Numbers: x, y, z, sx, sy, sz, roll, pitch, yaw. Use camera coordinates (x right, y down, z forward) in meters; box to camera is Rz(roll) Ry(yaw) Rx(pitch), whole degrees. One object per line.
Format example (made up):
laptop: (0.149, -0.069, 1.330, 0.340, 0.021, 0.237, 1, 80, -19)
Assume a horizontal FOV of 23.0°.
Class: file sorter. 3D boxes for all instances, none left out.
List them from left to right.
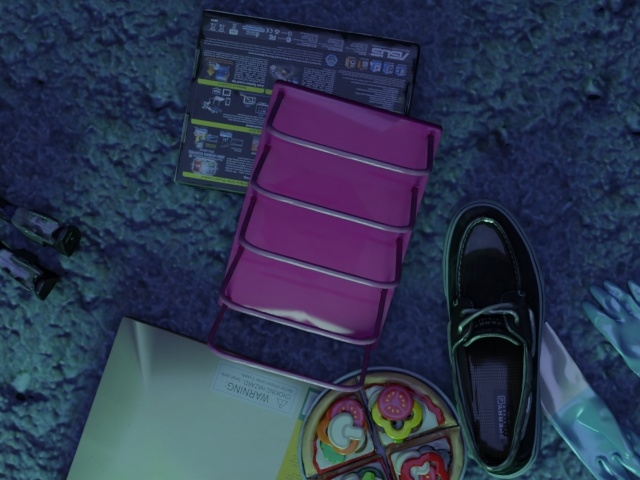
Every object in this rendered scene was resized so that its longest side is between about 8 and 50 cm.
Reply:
file sorter: (0.000, 0.000, 1.794, 0.202, 0.182, 0.291, 16, 111, 0)

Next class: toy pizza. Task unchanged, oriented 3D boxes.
toy pizza: (0.073, 0.249, 1.855, 0.201, 0.032, 0.201, 0, 88, 2)

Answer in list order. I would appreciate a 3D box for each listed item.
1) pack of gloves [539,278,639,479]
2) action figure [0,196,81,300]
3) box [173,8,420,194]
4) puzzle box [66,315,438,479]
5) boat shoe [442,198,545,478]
pack of gloves: (0.362, 0.173, 1.889, 0.195, 0.046, 0.232, -41, 87, 2)
action figure: (-0.432, -0.043, 1.909, 0.285, 0.099, 0.185, 29, 95, 6)
box: (-0.028, -0.152, 1.910, 0.270, 0.060, 0.216, 9, 90, 3)
puzzle box: (-0.090, 0.284, 1.904, 0.408, 0.052, 0.272, 20, 89, 3)
boat shoe: (0.210, 0.112, 1.851, 0.121, 0.119, 0.335, -10, 82, 11)
